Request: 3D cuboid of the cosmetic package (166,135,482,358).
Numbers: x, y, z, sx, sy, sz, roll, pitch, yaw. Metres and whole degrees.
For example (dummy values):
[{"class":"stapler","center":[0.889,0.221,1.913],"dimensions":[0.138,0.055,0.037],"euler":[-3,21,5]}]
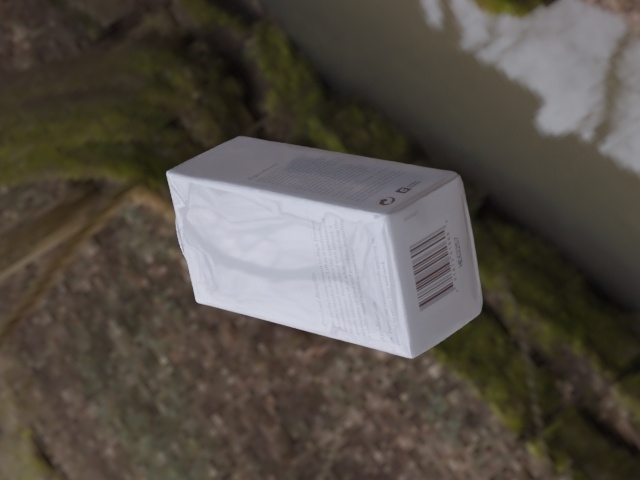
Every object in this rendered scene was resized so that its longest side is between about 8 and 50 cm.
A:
[{"class":"cosmetic package","center":[0.000,0.000,1.312],"dimensions":[0.231,0.085,0.117],"euler":[14,124,44]}]
